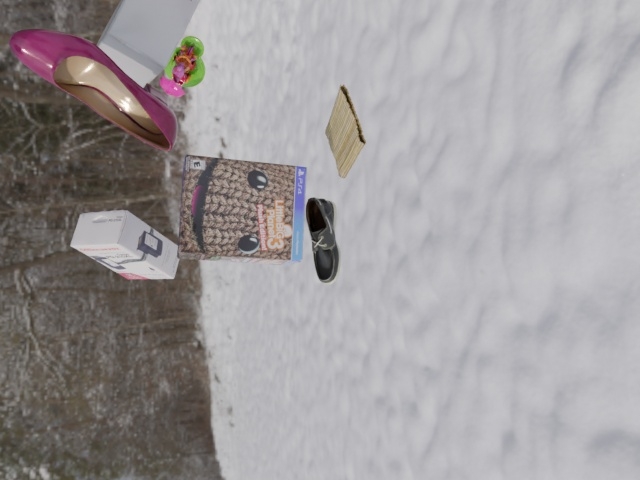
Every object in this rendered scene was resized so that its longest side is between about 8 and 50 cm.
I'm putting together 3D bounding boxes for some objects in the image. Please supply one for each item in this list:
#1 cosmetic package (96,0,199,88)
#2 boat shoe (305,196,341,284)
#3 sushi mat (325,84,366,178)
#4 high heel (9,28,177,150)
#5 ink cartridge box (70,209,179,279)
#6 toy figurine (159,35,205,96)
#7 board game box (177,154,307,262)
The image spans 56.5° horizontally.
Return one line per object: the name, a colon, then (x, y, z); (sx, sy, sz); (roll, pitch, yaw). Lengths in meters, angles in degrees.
cosmetic package: (-0.504, -0.556, 1.635); (0.453, 0.161, 0.230); (1, 66, 60)
boat shoe: (0.000, 0.000, 1.565); (0.083, 0.079, 0.233); (-14, 72, 32)
sushi mat: (0.057, -0.267, 1.516); (0.316, 0.019, 0.152); (124, 128, -79)
high heel: (-0.482, -0.327, 1.304); (0.127, 0.377, 0.181); (-49, 43, 28)
ink cartridge box: (-0.521, 0.018, 1.609); (0.237, 0.171, 0.100); (47, -133, -54)
toy figurine: (-0.414, -0.499, 1.764); (0.173, 0.130, 0.159); (-53, 20, 36)
board game box: (-0.192, -0.067, 1.444); (0.141, 0.290, 0.232); (156, 116, -74)
